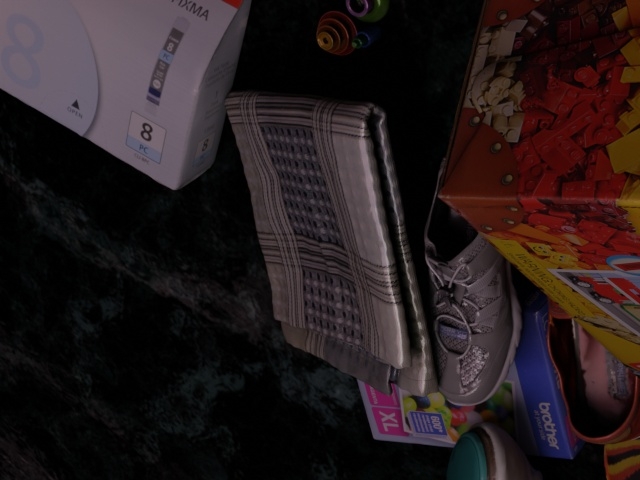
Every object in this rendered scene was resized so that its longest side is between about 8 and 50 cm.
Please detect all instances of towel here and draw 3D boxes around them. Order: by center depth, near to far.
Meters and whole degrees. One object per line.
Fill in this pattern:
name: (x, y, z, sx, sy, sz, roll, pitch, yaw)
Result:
towel: (0.000, 0.000, 1.466, 0.312, 0.056, 0.324, 16, 123, 58)

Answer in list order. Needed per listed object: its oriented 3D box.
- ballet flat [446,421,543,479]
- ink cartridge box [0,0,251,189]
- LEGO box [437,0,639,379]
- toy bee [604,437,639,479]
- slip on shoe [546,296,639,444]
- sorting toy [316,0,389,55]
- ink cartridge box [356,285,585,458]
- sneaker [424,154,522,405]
ballet flat: (0.188, 0.319, 1.535, 0.139, 0.139, 0.400, 35, 145, 14)
ink cartridge box: (-0.229, -0.286, 1.527, 0.308, 0.091, 0.385, 31, 131, 17)
LEGO box: (0.372, -0.012, 1.002, 0.372, 0.193, 0.500, 3, 160, 35)
toy bee: (0.399, 0.294, 1.344, 0.298, 0.162, 0.195, 11, 158, 49)
slip on shoe: (0.269, 0.044, 1.331, 0.123, 0.101, 0.331, -3, 99, 31)
sorting toy: (0.030, -0.224, 1.408, 0.061, 0.042, 0.102, 45, 132, 5)
ink cartridge box: (0.176, 0.143, 1.509, 0.311, 0.065, 0.185, -1, 115, 34)
sneaker: (0.137, 0.032, 1.384, 0.105, 0.115, 0.281, 7, 100, 37)
